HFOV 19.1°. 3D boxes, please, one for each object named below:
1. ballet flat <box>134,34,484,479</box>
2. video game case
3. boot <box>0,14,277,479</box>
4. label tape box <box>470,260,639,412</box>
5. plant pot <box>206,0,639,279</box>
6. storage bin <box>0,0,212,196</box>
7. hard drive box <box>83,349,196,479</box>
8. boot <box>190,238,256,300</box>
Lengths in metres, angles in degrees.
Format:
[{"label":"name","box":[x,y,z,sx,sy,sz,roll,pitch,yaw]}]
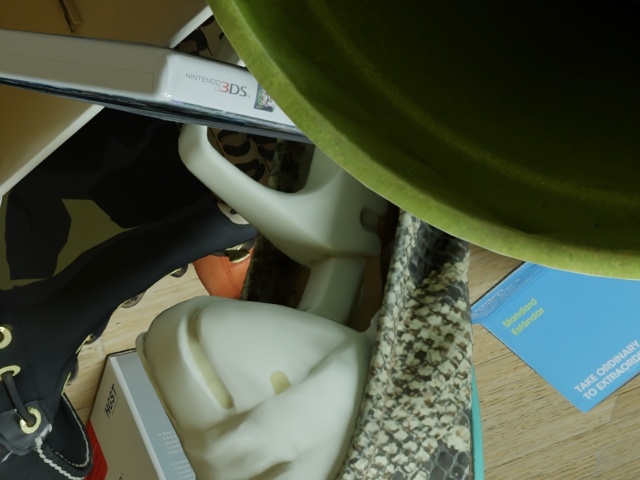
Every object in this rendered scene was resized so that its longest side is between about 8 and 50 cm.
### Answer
[{"label":"ballet flat","box":[0.000,0.000,0.960,0.182,0.482,0.164,24,158,-36]},{"label":"video game case","box":[-0.066,-0.064,0.800,0.173,0.190,0.022,9,93,-48]},{"label":"boot","box":[-0.132,0.018,1.155,0.284,0.138,0.377,-26,143,-1]},{"label":"label tape box","box":[0.261,0.010,1.384,0.240,0.106,0.334,-42,169,26]},{"label":"plant pot","box":[0.163,-0.195,0.801,0.366,0.366,0.353,-38,177,20]},{"label":"storage bin","box":[-0.162,-0.167,0.833,0.262,0.123,0.260,-37,150,20]},{"label":"hard drive box","box":[-0.093,0.217,1.412,0.089,0.232,0.181,-11,147,-25]},{"label":"boot","box":[-0.009,0.012,1.300,0.158,0.084,0.059,-17,149,-21]}]
